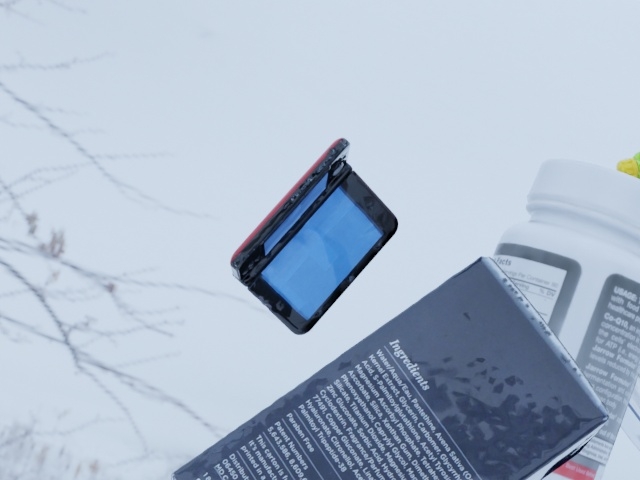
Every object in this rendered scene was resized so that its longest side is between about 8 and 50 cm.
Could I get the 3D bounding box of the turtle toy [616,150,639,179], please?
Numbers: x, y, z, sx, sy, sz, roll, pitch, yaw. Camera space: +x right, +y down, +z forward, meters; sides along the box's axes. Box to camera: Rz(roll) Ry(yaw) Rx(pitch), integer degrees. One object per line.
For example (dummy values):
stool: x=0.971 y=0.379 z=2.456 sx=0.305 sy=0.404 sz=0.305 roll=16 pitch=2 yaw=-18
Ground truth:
turtle toy: x=0.373 y=-0.048 z=1.247 sx=0.095 sy=0.130 sz=0.066 roll=-8 pitch=-169 yaw=-3

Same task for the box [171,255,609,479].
box: x=0.043 y=0.123 z=0.628 sx=0.108 sy=0.207 sz=0.153 roll=54 pitch=178 yaw=18

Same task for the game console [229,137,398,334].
game console: x=0.000 y=0.000 z=0.963 sx=0.085 sy=0.144 sz=0.124 roll=40 pitch=171 yaw=5

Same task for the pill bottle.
pill bottle: x=0.219 y=0.081 z=1.026 sx=0.161 sy=0.283 sz=0.161 roll=22 pitch=174 yaw=2

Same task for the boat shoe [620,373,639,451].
boat shoe: x=0.378 y=0.188 z=1.253 sx=0.258 sy=0.084 sz=0.095 roll=49 pitch=-166 yaw=-12
